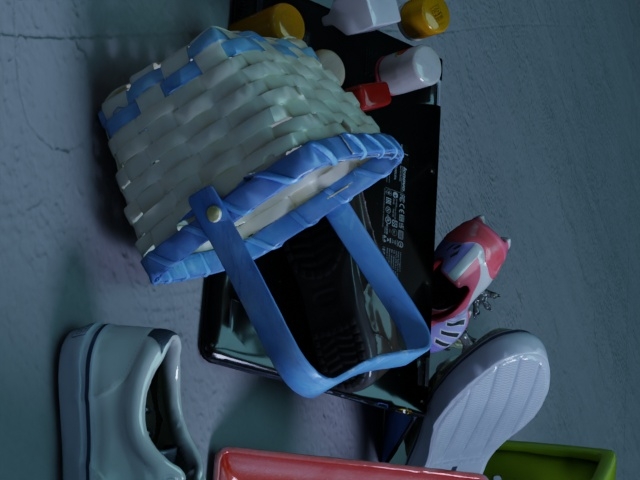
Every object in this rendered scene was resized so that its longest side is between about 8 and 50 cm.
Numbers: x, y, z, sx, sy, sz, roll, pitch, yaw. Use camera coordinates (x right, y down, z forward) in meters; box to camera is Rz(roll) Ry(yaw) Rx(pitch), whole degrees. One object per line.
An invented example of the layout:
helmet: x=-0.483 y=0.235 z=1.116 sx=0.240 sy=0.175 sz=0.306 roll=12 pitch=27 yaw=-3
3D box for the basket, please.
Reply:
basket: x=-0.028 y=-0.018 z=1.231 sx=0.289 sy=0.201 sz=0.254 roll=57 pitch=20 yaw=12

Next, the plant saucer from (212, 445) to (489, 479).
plant saucer: x=0.020 y=0.323 z=1.340 sx=0.048 sy=0.258 sz=0.259 roll=133 pitch=-37 yaw=-66

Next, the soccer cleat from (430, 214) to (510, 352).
soccer cleat: x=0.128 y=0.063 z=1.664 sx=0.095 sy=0.083 sz=0.248 roll=-42 pitch=169 yaw=-32

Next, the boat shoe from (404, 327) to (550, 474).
boat shoe: x=0.137 y=0.167 z=1.541 sx=0.302 sy=0.109 sz=0.094 roll=115 pitch=-33 yaw=-49

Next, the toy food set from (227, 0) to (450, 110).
toy food set: x=0.014 y=-0.168 z=1.419 sx=0.232 sy=0.104 sz=0.111 roll=-19 pitch=94 yaw=-44

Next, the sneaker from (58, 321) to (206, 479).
sneaker: x=-0.133 y=0.187 z=1.118 sx=0.094 sy=0.091 sz=0.258 roll=-14 pitch=99 yaw=-68

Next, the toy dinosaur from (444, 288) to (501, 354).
toy dinosaur: x=0.150 y=0.071 z=1.790 sx=0.064 sy=0.118 sz=0.268 roll=-32 pitch=141 yaw=-18

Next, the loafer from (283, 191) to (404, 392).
loafer: x=0.023 y=0.025 z=1.391 sx=0.078 sy=0.080 sz=0.220 roll=-5 pitch=86 yaw=-51

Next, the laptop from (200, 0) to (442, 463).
laptop: x=0.000 y=0.000 z=1.581 sx=0.407 sy=0.236 sz=0.382 roll=19 pitch=65 yaw=-35

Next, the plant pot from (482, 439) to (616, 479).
plant pot: x=0.212 y=0.362 z=1.772 sx=0.227 sy=0.228 sz=0.207 roll=-31 pitch=122 yaw=-66
